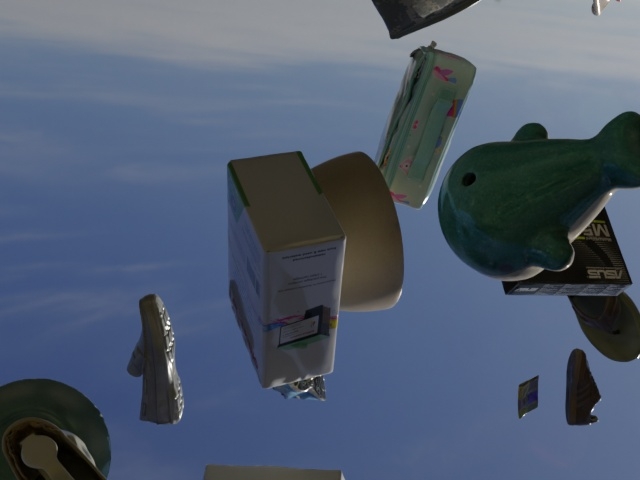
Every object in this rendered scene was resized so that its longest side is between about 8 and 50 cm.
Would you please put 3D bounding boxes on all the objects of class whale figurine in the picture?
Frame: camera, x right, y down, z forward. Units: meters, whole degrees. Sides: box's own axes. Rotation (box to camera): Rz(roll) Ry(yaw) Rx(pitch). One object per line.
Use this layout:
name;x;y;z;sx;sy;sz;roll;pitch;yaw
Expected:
whale figurine;0.258;-0.066;1.067;0.141;0.272;0.216;29;-133;-36

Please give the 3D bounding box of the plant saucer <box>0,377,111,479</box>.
plant saucer;-0.354;0.261;1.083;0.194;0.195;0.037;1;160;-11

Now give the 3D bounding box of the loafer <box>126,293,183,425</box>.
loafer;-0.380;0.272;1.989;0.111;0.320;0.112;-4;-162;0

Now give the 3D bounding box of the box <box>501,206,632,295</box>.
box;0.326;-0.011;1.254;0.190;0.045;0.184;3;-122;-21

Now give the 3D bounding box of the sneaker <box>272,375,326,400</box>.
sneaker;-0.043;0.287;1.774;0.073;0.063;0.162;-18;153;23

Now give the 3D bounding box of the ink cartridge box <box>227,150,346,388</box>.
ink cartridge box;-0.056;0.045;1.285;0.117;0.278;0.201;-10;-136;-16

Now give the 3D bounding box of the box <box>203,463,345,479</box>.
box;-0.077;0.519;1.280;0.215;0.168;0.345;-1;-127;14

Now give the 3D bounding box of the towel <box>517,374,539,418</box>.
towel;0.425;0.319;1.818;0.060;0.083;0.009;-19;-152;-33

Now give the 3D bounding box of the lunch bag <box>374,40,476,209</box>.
lunch bag;0.174;-0.204;1.549;0.107;0.279;0.224;18;-163;-2

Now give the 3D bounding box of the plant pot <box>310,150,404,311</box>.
plant pot;0.000;0.000;1.545;0.190;0.284;0.284;-11;-157;-16

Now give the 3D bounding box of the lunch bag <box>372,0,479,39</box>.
lunch bag;0.181;-0.463;1.273;0.287;0.235;0.169;-18;-129;19

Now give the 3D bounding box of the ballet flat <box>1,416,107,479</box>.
ballet flat;-0.212;0.236;0.777;0.086;0.086;0.248;-11;-149;-39

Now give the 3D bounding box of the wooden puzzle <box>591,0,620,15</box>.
wooden puzzle;0.500;-0.466;1.375;0.044;0.221;0.238;40;-172;14

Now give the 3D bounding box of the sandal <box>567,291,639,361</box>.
sandal;0.513;0.105;1.686;0.120;0.303;0.086;-18;-164;40

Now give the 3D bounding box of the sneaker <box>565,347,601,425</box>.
sneaker;0.579;0.320;1.952;0.071;0.188;0.066;0;-156;3
